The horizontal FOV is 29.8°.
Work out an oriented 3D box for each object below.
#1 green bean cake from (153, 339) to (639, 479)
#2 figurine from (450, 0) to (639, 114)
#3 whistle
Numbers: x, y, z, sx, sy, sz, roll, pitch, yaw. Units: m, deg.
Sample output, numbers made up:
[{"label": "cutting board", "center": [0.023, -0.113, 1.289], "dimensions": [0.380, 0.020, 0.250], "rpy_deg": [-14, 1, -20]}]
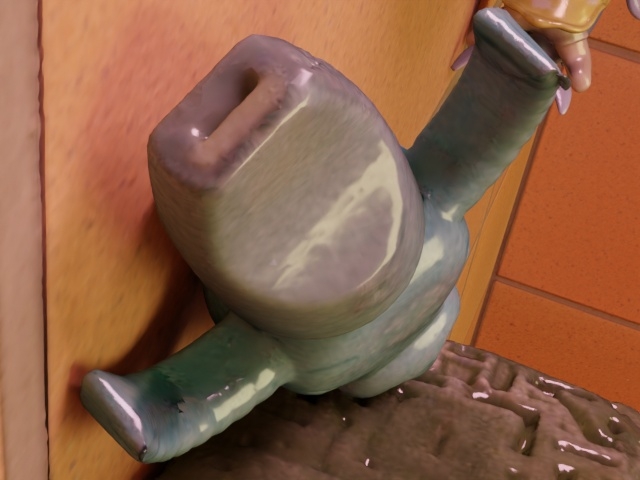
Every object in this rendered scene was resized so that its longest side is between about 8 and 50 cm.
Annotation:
[{"label": "green bean cake", "center": [0.041, 0.139, 0.527], "dimensions": [0.227, 0.222, 0.125], "rpy_deg": [-58, 165, -61]}, {"label": "figurine", "center": [0.189, -0.203, 0.934], "dimensions": [0.208, 0.128, 0.184], "rpy_deg": [-62, 165, -17]}, {"label": "whistle", "center": [0.000, 0.000, 0.433], "dimensions": [0.186, 0.093, 0.274], "rpy_deg": [-43, 164, -2]}]
